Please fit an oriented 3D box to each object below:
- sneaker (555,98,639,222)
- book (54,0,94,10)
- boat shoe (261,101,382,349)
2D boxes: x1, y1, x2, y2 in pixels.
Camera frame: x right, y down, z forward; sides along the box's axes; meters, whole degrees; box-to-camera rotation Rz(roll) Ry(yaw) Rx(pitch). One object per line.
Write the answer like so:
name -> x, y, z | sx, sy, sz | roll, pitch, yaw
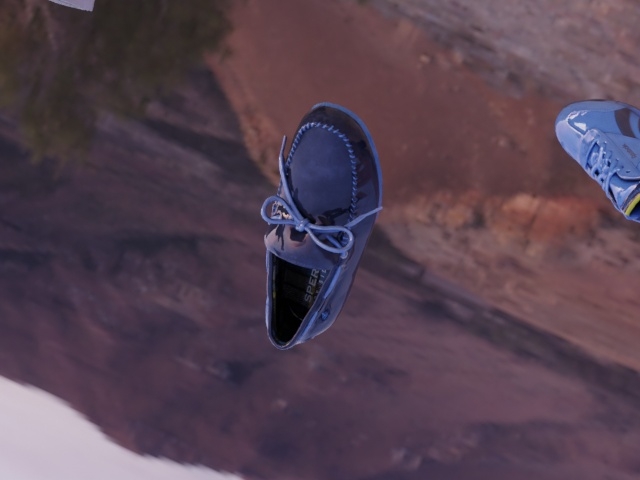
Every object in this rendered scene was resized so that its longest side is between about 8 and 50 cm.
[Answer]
sneaker -> 0.275, -0.065, 1.262 | 0.082, 0.069, 0.209 | -20, -138, -33
book -> -0.195, -0.226, 1.038 | 0.035, 0.096, 0.144 | 16, -175, 8
boat shoe -> 0.000, 0.000, 1.300 | 0.109, 0.089, 0.258 | 19, 130, 23
